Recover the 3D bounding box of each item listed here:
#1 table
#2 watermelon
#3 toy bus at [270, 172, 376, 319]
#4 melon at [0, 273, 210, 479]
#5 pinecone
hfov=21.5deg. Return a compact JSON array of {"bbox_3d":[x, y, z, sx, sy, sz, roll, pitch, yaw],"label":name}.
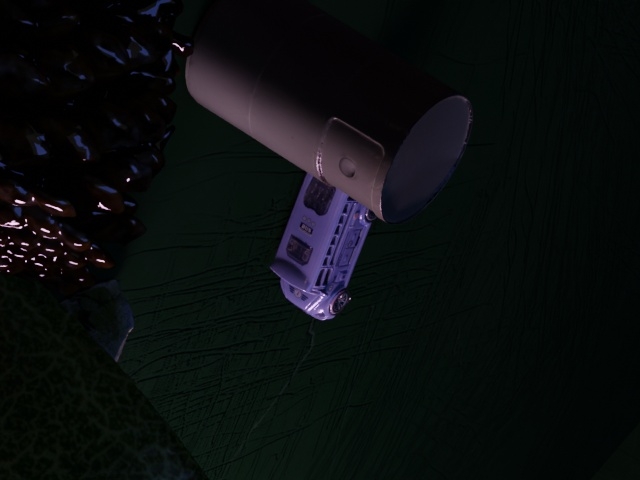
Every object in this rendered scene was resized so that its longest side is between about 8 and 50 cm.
[{"bbox_3d":[0.006,-0.121,1.433,0.126,0.220,0.126,-42,151,-30],"label":"table"},{"bbox_3d":[-0.226,0.130,1.512,0.187,0.071,0.139,-42,155,-26],"label":"watermelon"},{"bbox_3d":[0.000,0.000,1.731,0.076,0.073,0.167,-8,124,-53],"label":"toy bus"},{"bbox_3d":[-0.218,0.179,1.282,0.331,0.343,0.226,-63,157,9],"label":"melon"},{"bbox_3d":[-0.203,-0.092,1.134,0.224,0.224,0.273,62,41,-61],"label":"pinecone"}]
